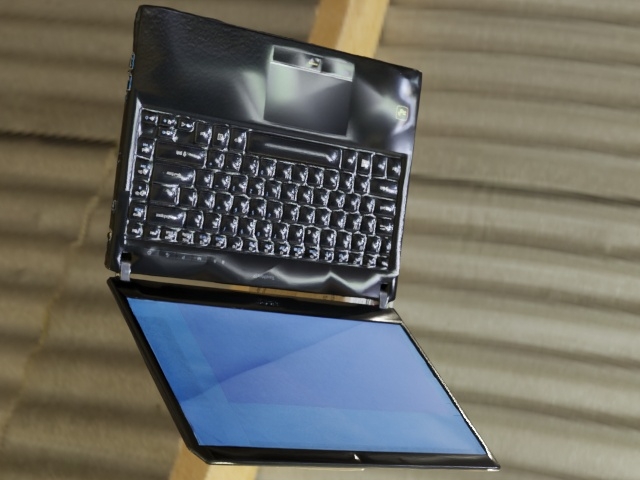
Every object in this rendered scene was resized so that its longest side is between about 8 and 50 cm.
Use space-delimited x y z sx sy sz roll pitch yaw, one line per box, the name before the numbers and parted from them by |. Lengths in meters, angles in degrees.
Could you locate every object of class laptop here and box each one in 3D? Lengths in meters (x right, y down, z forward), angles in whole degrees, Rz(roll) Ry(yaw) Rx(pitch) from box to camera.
laptop | 0.000 0.000 0.909 0.136 0.234 0.264 5 -92 52

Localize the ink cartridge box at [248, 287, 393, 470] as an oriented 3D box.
ink cartridge box | 0.004 0.054 1.275 0.088 0.193 0.234 1 -130 12
